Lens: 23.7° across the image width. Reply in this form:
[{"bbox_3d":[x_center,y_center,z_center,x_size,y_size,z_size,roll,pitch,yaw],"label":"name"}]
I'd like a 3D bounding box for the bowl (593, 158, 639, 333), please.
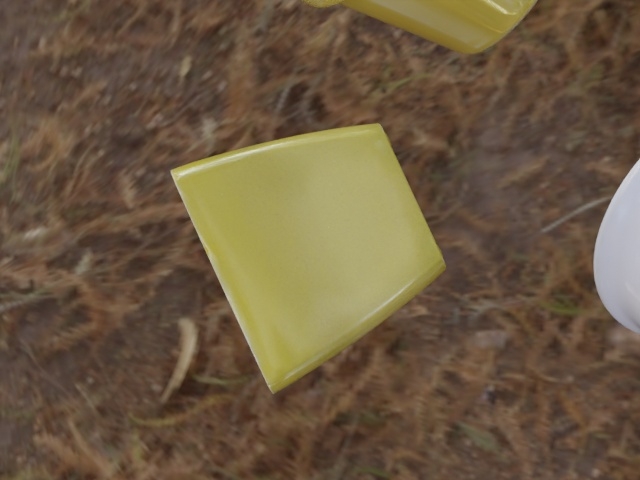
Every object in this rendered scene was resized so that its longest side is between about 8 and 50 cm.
[{"bbox_3d":[0.366,0.010,1.144,0.297,0.298,0.134,-16,47,-15],"label":"bowl"}]

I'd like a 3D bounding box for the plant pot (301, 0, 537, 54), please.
[{"bbox_3d":[0.090,-0.304,1.445,0.239,0.254,0.254,32,82,-24],"label":"plant pot"}]

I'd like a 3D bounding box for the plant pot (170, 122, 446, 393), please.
[{"bbox_3d":[0.000,0.000,1.405,0.187,0.212,0.212,-25,88,1],"label":"plant pot"}]
